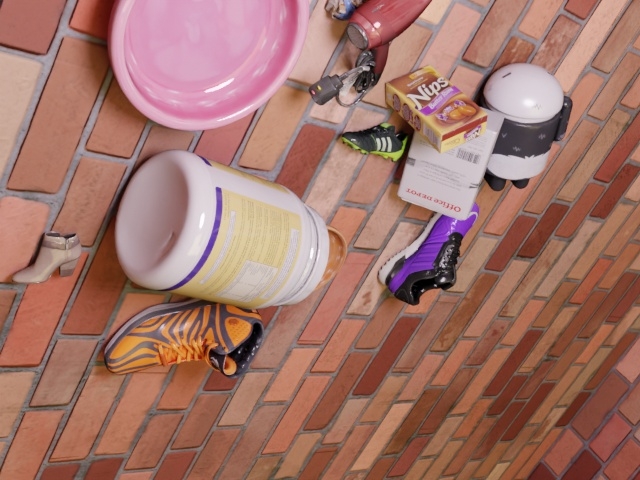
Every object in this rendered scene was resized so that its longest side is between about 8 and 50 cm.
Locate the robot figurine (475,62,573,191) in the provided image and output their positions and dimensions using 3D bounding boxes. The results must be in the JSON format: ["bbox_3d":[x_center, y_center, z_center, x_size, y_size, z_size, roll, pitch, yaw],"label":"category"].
[{"bbox_3d":[0.416,-0.243,1.810,0.209,0.174,0.278,-40,147,-40],"label":"robot figurine"}]

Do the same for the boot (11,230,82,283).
[{"bbox_3d":[-0.472,0.027,1.458,0.118,0.042,0.087,-10,125,-33],"label":"boot"}]

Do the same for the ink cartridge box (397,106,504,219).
[{"bbox_3d":[0.267,-0.173,1.751,0.092,0.160,0.219,-54,162,-51],"label":"ink cartridge box"}]

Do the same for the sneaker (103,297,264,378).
[{"bbox_3d":[-0.259,0.210,1.677,0.321,0.180,0.124,-26,138,-17],"label":"sneaker"}]

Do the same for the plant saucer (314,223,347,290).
[{"bbox_3d":[-0.040,0.037,1.793,0.200,0.037,0.200,-16,136,-17],"label":"plant saucer"}]

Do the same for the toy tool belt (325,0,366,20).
[{"bbox_3d":[0.054,-0.401,1.468,0.083,0.051,0.052,-2,127,-38],"label":"toy tool belt"}]

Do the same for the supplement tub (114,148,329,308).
[{"bbox_3d":[-0.168,-0.007,1.505,0.331,0.241,0.241,18,113,-46],"label":"supplement tub"}]

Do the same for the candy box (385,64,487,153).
[{"bbox_3d":[0.220,-0.256,1.625,0.109,0.186,0.053,-26,141,-19],"label":"candy box"}]

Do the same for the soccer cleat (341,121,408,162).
[{"bbox_3d":[0.109,-0.206,1.692,0.179,0.060,0.072,6,112,-49],"label":"soccer cleat"}]

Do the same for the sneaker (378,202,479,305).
[{"bbox_3d":[0.285,0.040,1.979,0.293,0.146,0.102,-45,140,6],"label":"sneaker"}]

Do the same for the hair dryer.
[{"bbox_3d":[0.098,-0.360,1.501,0.293,0.080,0.223,-45,173,21],"label":"hair dryer"}]

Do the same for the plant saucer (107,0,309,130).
[{"bbox_3d":[-0.178,-0.334,1.322,0.332,0.084,0.332,-21,136,-22],"label":"plant saucer"}]
